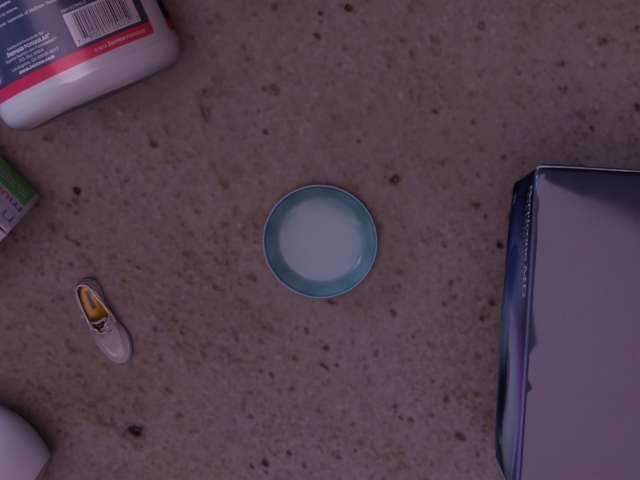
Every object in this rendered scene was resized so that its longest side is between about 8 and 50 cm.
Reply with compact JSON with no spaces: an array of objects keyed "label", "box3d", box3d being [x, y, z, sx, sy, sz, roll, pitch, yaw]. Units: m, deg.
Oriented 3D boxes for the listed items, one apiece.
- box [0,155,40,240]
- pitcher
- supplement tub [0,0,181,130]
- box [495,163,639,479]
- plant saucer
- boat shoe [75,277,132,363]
[{"label":"box","box3d":[-0.461,-0.049,1.423,0.231,0.127,0.262,-41,101,17]},{"label":"pitcher","box3d":[-0.401,0.229,1.507,0.207,0.125,0.177,28,132,-1]},{"label":"supplement tub","box3d":[-0.269,-0.260,1.374,0.191,0.191,0.272,-23,96,7]},{"label":"box","box3d":[0.261,0.085,1.321,0.183,0.294,0.296,3,89,3]},{"label":"plant saucer","box3d":[0.000,0.000,1.482,0.119,0.021,0.119,1,99,5]},{"label":"boat shoe","box3d":[-0.230,0.087,1.505,0.035,0.035,0.100,-23,96,7]}]
